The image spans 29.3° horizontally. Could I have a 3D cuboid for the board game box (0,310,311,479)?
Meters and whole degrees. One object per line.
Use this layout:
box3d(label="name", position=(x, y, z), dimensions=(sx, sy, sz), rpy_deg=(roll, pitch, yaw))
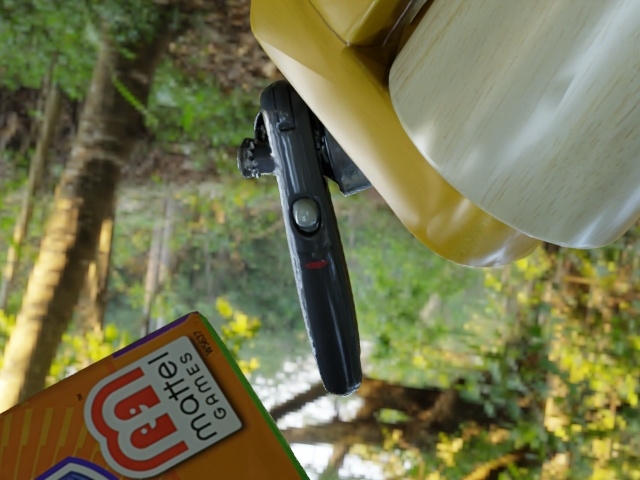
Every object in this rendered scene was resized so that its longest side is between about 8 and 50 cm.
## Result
box3d(label="board game box", position=(-0.112, 0.326, 0.599), dimensions=(0.356, 0.356, 0.356), rpy_deg=(-28, 154, -15))

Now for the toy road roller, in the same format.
box3d(label="toy road roller", position=(0.094, -0.167, 0.542), dimensions=(0.241, 0.202, 0.329), rpy_deg=(-9, -125, -44))

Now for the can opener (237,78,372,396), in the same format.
box3d(label="can opener", position=(0.000, 0.000, 0.648), dimensions=(0.073, 0.186, 0.059), rpy_deg=(-2, -159, 11))
